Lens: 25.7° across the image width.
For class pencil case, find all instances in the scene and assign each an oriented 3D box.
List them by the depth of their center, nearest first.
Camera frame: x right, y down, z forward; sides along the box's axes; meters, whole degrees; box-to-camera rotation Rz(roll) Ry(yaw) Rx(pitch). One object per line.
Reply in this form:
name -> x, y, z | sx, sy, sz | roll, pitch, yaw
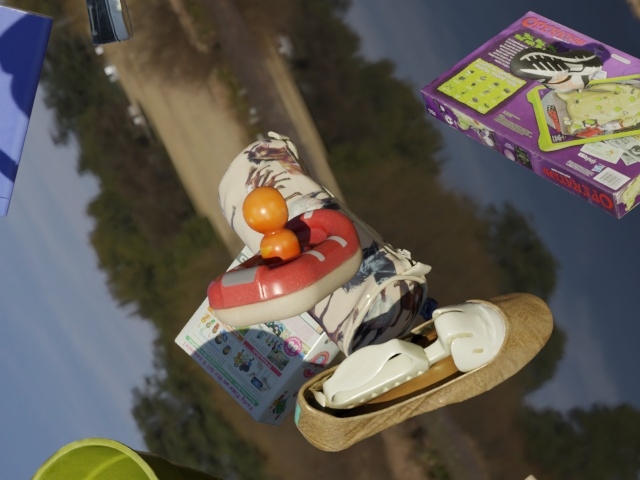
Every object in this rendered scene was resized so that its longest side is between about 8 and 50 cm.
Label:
pencil case -> 0.000, 0.000, 2.156 | 0.410, 0.183, 0.160 | 46, -173, 36

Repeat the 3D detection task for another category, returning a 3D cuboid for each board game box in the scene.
board game box -> 0.315, -0.167, 1.759 | 0.347, 0.208, 0.056 | 36, 158, 43
board game box -> -0.071, 0.129, 2.405 | 0.224, 0.303, 0.097 | 42, -173, 26

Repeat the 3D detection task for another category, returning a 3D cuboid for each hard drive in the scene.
hard drive -> -0.550, -0.213, 2.151 | 0.040, 0.210, 0.318 | -134, 58, -72

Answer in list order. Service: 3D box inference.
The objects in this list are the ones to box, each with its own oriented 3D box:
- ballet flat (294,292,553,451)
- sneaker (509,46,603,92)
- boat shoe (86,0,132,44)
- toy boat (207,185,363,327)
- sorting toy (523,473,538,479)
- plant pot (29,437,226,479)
ballet flat -> 0.120, 0.143, 1.692 | 0.124, 0.342, 0.116 | 62, -176, -57
sneaker -> 0.230, -0.163, 1.387 | 0.040, 0.109, 0.043 | 62, 140, 37
boat shoe -> -0.345, -0.405, 2.126 | 0.078, 0.070, 0.219 | -86, -16, -76
toy boat -> -0.051, 0.004, 1.736 | 0.231, 0.151, 0.151 | -34, -72, -58
sorting toy -> 0.382, 0.518, 2.411 | 0.193, 0.208, 0.038 | 48, 133, 10
plant pot -> -0.173, 0.459, 1.846 | 0.353, 0.366, 0.366 | 15, -143, -44
